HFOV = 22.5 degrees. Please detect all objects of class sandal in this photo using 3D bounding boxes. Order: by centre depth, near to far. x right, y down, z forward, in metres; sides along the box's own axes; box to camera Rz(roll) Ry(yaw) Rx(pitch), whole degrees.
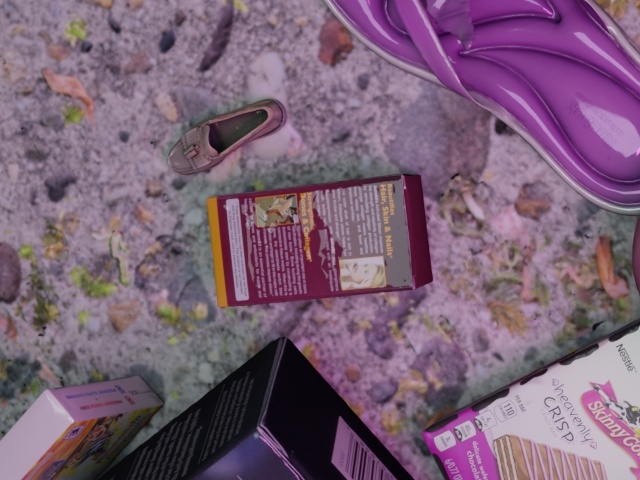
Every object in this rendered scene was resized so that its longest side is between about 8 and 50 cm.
[{"bbox_3d":[0.160,-0.183,1.402,0.416,0.102,0.169,37,102,11],"label":"sandal"}]

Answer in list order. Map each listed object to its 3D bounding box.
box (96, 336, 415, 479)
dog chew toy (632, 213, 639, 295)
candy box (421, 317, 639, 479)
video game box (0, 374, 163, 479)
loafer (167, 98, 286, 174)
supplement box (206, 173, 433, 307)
[{"bbox_3d":[-0.093,0.335,1.409,0.395,0.212,0.293,-39,101,15],"label":"box"},{"bbox_3d":[0.358,0.072,1.251,0.206,0.332,0.207,0,136,0],"label":"dog chew toy"},{"bbox_3d":[0.229,0.184,1.421,0.233,0.071,0.159,-29,85,14],"label":"candy box"},{"bbox_3d":[-0.260,0.216,1.497,0.048,0.187,0.205,45,104,12],"label":"video game box"},{"bbox_3d":[-0.093,-0.099,1.509,0.125,0.039,0.045,-25,87,15],"label":"loafer"},{"bbox_3d":[0.000,0.000,1.468,0.188,0.081,0.104,-6,91,16],"label":"supplement box"}]
